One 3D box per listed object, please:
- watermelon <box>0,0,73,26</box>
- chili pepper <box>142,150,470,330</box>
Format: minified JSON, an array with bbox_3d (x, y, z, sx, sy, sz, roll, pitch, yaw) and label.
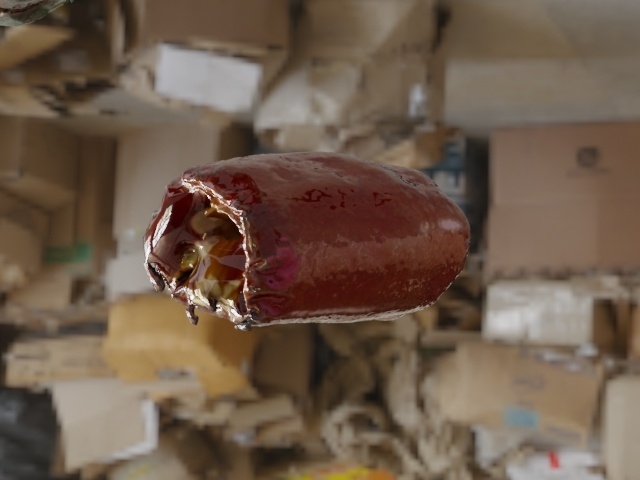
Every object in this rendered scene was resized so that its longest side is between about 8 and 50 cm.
[{"bbox_3d":[-0.216,-0.193,1.152,0.187,0.071,0.139,-18,173,19],"label":"watermelon"},{"bbox_3d":[0.000,0.000,0.640,0.123,0.070,0.073,-2,167,-45],"label":"chili pepper"}]
